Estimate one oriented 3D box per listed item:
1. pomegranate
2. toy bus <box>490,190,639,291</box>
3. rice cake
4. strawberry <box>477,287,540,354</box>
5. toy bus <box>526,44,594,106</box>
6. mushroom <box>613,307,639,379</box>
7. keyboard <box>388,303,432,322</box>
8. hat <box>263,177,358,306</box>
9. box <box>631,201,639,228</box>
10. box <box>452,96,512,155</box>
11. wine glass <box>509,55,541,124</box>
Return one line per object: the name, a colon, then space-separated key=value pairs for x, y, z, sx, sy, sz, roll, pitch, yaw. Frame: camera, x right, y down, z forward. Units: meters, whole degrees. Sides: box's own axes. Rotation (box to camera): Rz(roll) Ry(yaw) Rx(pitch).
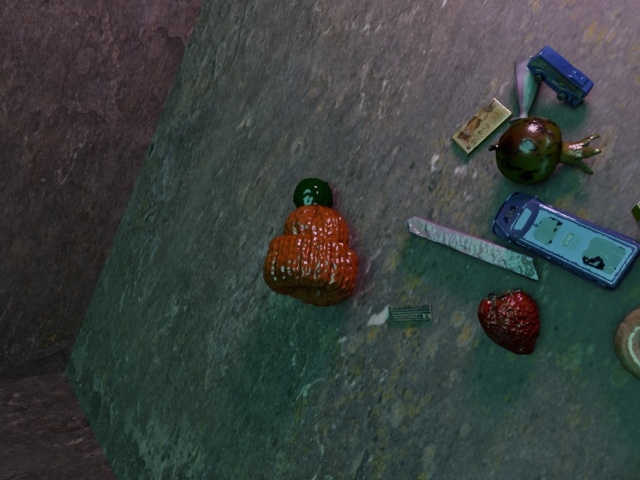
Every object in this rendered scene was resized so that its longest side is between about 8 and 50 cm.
pomegranate: x=0.513 y=-0.205 z=0.923 sx=0.220 sy=0.156 sz=0.156 roll=9 pitch=89 yaw=35
toy bus: x=0.525 y=-0.009 z=0.892 sx=0.292 sy=0.133 sz=0.125 roll=35 pitch=105 yaw=35
rice cake: x=0.382 y=0.012 z=1.034 sx=0.365 sy=0.073 sz=0.056 roll=25 pitch=97 yaw=37
strawberry: x=0.438 y=0.189 z=0.937 sx=0.131 sy=0.131 sz=0.148 roll=-13 pitch=68 yaw=35
toy bus: x=0.555 y=-0.380 z=0.930 sx=0.153 sy=0.061 sz=0.051 roll=41 pitch=79 yaw=4
mushroom: x=0.662 y=0.201 z=0.766 sx=0.166 sy=0.127 sz=0.166 roll=-10 pitch=72 yaw=31
keyboard: x=0.252 y=0.206 z=1.138 sx=0.129 sy=0.015 sz=0.049 roll=-9 pitch=78 yaw=35
hat: x=0.000 y=0.000 z=1.264 sx=0.286 sy=0.285 sz=0.400 roll=-6 pitch=53 yaw=36
box: x=0.762 y=-0.031 z=0.737 sx=0.261 sy=0.062 sz=0.175 roll=-21 pitch=69 yaw=21
box: x=0.429 y=-0.304 z=1.076 sx=0.149 sy=0.020 sz=0.073 roll=-46 pitch=60 yaw=23
wine glass: x=0.510 y=-0.367 z=0.992 sx=0.073 sy=0.073 sz=0.154 roll=6 pitch=87 yaw=37
